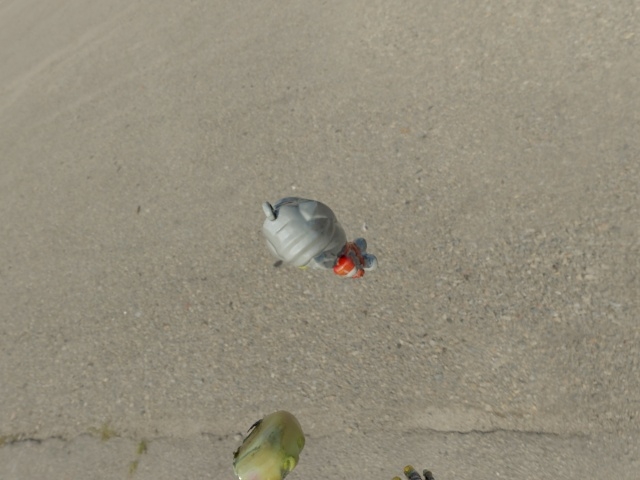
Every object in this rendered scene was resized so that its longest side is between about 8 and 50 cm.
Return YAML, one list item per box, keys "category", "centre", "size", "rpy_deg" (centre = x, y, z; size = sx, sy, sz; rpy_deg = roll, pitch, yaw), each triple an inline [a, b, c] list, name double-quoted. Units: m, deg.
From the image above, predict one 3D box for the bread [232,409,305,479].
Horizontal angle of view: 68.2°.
- category: "bread"
  centre: [-0.119, 0.561, 1.253]
  size: [0.156, 0.158, 0.261]
  rpy_deg: [-37, 0, 40]

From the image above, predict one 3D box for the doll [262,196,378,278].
- category: "doll"
  centre: [0.000, 0.000, 0.506]
  size: [0.079, 0.180, 0.094]
  rpy_deg: [-43, 51, 20]

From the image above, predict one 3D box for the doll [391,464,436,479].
- category: "doll"
  centre: [0.279, 0.657, 1.187]
  size: [0.146, 0.316, 0.103]
  rpy_deg: [-10, 86, -15]
